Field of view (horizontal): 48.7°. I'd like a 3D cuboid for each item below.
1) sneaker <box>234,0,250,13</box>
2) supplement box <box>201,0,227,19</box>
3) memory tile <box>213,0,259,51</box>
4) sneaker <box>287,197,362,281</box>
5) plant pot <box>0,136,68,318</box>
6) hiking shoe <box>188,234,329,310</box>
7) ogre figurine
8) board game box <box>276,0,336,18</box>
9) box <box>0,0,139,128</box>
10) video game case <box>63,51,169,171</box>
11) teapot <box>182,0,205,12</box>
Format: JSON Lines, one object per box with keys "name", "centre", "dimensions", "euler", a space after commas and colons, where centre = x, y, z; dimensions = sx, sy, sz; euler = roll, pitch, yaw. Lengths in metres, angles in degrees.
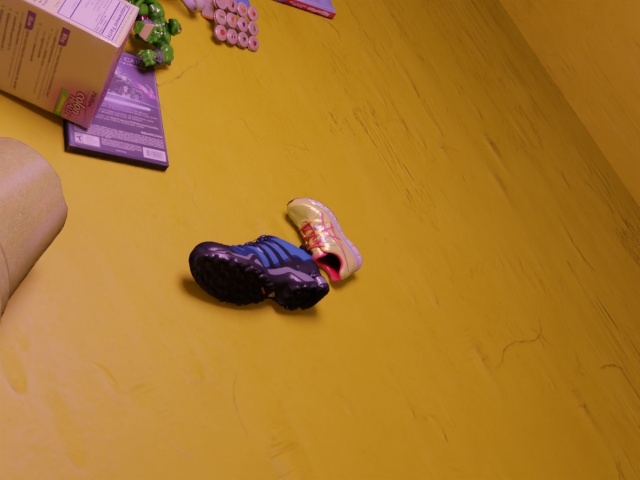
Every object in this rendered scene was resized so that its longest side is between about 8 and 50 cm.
{"name": "sneaker", "centre": [-0.253, -0.637, 1.747], "dimensions": [0.209, 0.082, 0.069], "euler": [25, 44, -28]}
{"name": "supplement box", "centre": [-0.250, -0.586, 1.693], "dimensions": [0.036, 0.099, 0.062], "euler": [24, 36, 20]}
{"name": "memory tile", "centre": [-0.201, -0.525, 1.706], "dimensions": [0.148, 0.012, 0.113], "euler": [1, 88, -52]}
{"name": "sneaker", "centre": [0.000, 0.000, 1.485], "dimensions": [0.208, 0.081, 0.094], "euler": [47, 42, -3]}
{"name": "plant pot", "centre": [-0.483, -0.014, 0.948], "dimensions": [0.276, 0.276, 0.254], "euler": [41, 29, -10]}
{"name": "hiking shoe", "centre": [-0.124, 0.047, 1.332], "dimensions": [0.304, 0.113, 0.132], "euler": [19, 37, -41]}
{"name": "ogre figurine", "centre": [-0.351, -0.448, 1.472], "dimensions": [0.197, 0.096, 0.118], "euler": [57, 9, 10]}
{"name": "board game box", "centre": [-0.087, -0.720, 2.002], "dimensions": [0.281, 0.027, 0.145], "euler": [4, 59, -41]}
{"name": "box", "centre": [-0.465, -0.343, 1.200], "dimensions": [0.242, 0.213, 0.117], "euler": [25, 48, -16]}
{"name": "video game case", "centre": [-0.401, -0.268, 1.371], "dimensions": [0.196, 0.026, 0.274], "euler": [9, 53, -38]}
{"name": "teapot", "centre": [-0.366, -0.677, 1.601], "dimensions": [0.252, 0.187, 0.256], "euler": [10, 86, -13]}
